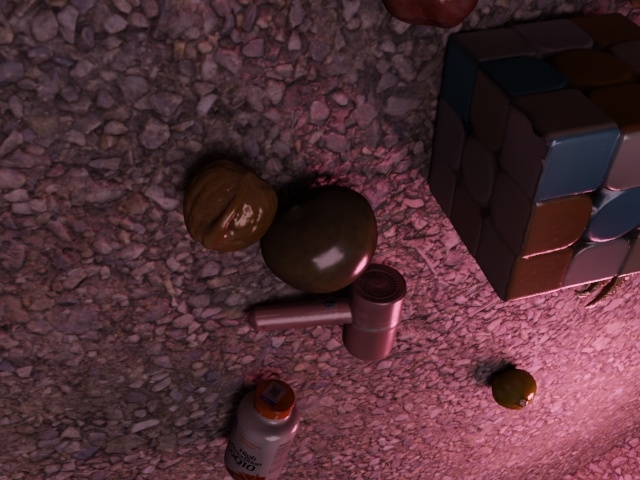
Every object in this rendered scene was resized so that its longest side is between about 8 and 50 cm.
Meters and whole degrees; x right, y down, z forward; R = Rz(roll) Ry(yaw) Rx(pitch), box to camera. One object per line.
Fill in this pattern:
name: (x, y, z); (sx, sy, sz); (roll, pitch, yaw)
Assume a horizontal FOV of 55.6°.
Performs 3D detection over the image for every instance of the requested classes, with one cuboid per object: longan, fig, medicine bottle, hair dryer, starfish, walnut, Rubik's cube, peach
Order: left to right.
walnut: (-0.157, -0.055, 1.028); (0.167, 0.149, 0.166); (5, 126, 7)
medicine bottle: (-0.141, 0.472, 1.505); (0.157, 0.157, 0.288); (-1, 130, -24)
longan: (0.000, 0.000, 1.116); (0.220, 0.196, 0.196); (-26, 136, -12)
hair dryer: (0.005, 0.173, 1.350); (0.352, 0.125, 0.210); (-3, 133, -10)
peach: (0.165, -0.384, 0.895); (0.152, 0.152, 0.152); (-13, 134, -14)
fig: (0.597, 0.460, 1.878); (0.153, 0.121, 0.136); (2, 127, -57)
Rubik's cube: (0.420, -0.151, 1.053); (0.344, 0.347, 0.346); (-10, 135, -10)
starfish: (0.863, 0.064, 1.649); (0.327, 0.094, 0.375); (4, 135, -15)

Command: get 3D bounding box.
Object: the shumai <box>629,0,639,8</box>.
shumai: (0.613, -0.426, 1.038); (0.209, 0.153, 0.161); (-54, 145, -28)
